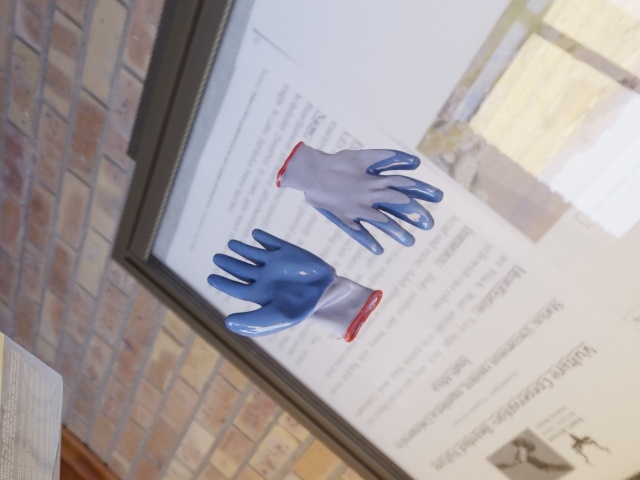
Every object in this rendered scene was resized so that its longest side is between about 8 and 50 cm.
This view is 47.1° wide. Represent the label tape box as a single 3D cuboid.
[{"bbox_3d":[-0.307,0.209,0.620,0.333,0.106,0.240,111,-24,-69],"label":"label tape box"}]

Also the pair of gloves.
[{"bbox_3d":[0.000,0.000,0.601,0.198,0.159,0.023,-58,145,-17],"label":"pair of gloves"}]
